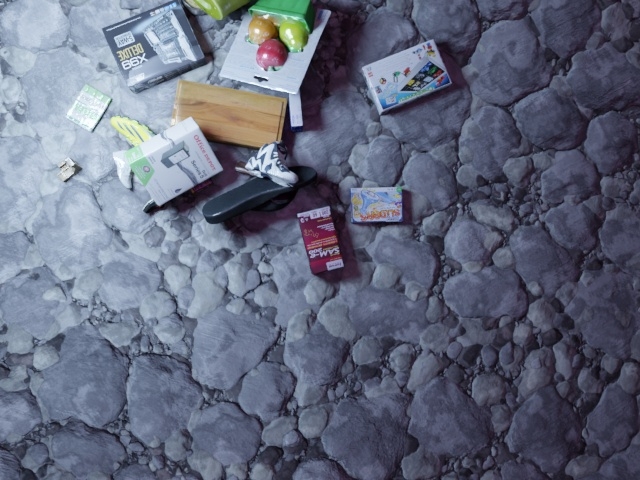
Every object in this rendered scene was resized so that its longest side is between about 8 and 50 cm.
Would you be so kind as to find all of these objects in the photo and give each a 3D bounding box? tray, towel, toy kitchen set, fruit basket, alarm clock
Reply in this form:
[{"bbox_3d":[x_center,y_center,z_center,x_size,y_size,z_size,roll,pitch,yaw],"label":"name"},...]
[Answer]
[{"bbox_3d":[-0.344,-0.470,1.824,0.412,0.076,0.202,9,89,-3],"label":"tray"},{"bbox_3d":[-0.877,-0.501,1.818,0.113,0.023,0.151,31,85,-5],"label":"towel"},{"bbox_3d":[-0.953,-0.275,1.780,0.083,0.075,0.068,-42,91,-7],"label":"toy kitchen set"},{"bbox_3d":[-0.165,-0.722,1.772,0.328,0.165,0.352,17,86,16],"label":"fruit basket"},{"bbox_3d":[-0.451,-0.913,1.824,0.192,0.064,0.129,41,79,-8],"label":"alarm clock"}]

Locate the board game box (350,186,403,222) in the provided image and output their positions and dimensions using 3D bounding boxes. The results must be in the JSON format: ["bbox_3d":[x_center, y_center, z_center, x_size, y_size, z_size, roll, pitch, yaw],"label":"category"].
[{"bbox_3d":[0.218,-0.138,1.874,0.202,0.035,0.136,-2,89,-4],"label":"board game box"}]

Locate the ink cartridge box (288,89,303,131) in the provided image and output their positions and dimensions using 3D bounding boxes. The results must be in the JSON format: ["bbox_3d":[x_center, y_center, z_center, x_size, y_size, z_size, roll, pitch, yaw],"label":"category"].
[{"bbox_3d":[-0.098,-0.526,1.827,0.046,0.097,0.206,-5,89,-4],"label":"ink cartridge box"}]

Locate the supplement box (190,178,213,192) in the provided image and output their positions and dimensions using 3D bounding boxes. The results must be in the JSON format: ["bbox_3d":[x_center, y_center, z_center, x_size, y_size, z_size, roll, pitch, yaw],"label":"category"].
[{"bbox_3d":[-0.455,-0.215,1.822,0.083,0.055,0.043,-28,93,-3],"label":"supplement box"}]

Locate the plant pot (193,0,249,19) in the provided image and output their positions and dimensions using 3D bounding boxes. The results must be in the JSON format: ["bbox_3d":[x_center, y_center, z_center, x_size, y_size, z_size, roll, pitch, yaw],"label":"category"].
[{"bbox_3d":[-0.319,-0.989,1.680,0.366,0.366,0.353,42,86,-2],"label":"plant pot"}]

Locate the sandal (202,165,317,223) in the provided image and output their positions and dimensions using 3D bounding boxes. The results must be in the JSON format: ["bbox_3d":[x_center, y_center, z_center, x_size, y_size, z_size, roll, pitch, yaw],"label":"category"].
[{"bbox_3d":[-0.220,-0.162,1.805,0.447,0.167,0.106,-22,127,-4],"label":"sandal"}]

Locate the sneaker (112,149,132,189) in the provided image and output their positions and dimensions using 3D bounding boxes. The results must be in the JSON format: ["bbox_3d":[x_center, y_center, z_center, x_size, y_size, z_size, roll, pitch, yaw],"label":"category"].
[{"bbox_3d":[-0.732,-0.269,1.806,0.061,0.054,0.152,-16,90,-6],"label":"sneaker"}]

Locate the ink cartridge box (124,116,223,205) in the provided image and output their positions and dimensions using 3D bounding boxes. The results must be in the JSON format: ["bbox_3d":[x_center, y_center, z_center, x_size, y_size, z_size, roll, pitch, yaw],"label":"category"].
[{"bbox_3d":[-0.522,-0.285,1.726,0.273,0.114,0.198,-31,131,-8],"label":"ink cartridge box"}]

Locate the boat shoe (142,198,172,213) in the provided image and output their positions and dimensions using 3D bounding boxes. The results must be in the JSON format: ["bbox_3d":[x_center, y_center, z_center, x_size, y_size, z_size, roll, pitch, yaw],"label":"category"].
[{"bbox_3d":[-0.611,-0.142,1.814,0.133,0.049,0.042,-36,84,-8],"label":"boat shoe"}]

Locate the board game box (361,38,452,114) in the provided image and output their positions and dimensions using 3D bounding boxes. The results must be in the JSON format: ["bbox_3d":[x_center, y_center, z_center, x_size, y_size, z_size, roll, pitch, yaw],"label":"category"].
[{"bbox_3d":[0.337,-0.639,1.878,0.306,0.053,0.192,-22,90,-4],"label":"board game box"}]

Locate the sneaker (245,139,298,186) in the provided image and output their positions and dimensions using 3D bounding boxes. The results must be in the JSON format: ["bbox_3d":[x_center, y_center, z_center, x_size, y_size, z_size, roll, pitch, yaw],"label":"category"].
[{"bbox_3d":[-0.148,-0.290,1.727,0.094,0.235,0.152,38,77,-47],"label":"sneaker"}]

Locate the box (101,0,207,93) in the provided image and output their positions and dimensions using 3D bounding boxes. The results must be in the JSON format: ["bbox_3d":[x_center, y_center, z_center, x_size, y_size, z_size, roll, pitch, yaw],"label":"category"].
[{"bbox_3d":[-0.620,-0.729,1.806,0.308,0.076,0.242,-23,91,-4],"label":"box"}]

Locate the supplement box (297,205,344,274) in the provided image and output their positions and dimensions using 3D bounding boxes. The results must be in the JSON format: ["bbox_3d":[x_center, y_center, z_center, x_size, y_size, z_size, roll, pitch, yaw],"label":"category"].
[{"bbox_3d":[0.000,0.000,1.840,0.131,0.073,0.239,-15,91,-4],"label":"supplement box"}]

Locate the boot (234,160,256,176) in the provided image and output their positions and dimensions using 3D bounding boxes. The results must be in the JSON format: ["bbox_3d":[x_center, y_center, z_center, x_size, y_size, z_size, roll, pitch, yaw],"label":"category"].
[{"bbox_3d":[-0.264,-0.292,1.845,0.114,0.037,0.106,16,51,18],"label":"boot"}]

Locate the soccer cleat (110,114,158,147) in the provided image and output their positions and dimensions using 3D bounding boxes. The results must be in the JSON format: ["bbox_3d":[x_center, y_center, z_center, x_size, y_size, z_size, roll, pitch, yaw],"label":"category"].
[{"bbox_3d":[-0.661,-0.368,1.792,0.289,0.093,0.121,27,90,-3],"label":"soccer cleat"}]
